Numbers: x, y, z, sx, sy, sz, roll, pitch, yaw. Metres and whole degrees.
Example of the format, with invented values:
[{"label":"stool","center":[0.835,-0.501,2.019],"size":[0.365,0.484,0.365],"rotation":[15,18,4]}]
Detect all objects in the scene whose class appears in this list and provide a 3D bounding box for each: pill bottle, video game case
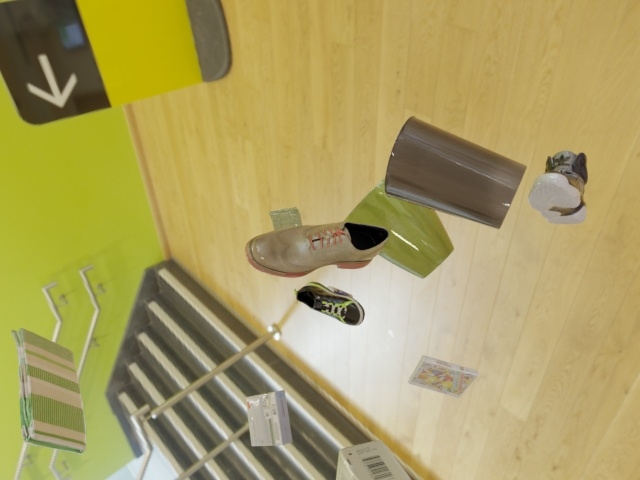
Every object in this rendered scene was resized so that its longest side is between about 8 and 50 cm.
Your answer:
[{"label":"pill bottle","center":[0.045,0.191,1.696],"size":[0.120,0.067,0.067],"rotation":[24,154,-21]},{"label":"video game case","center":[0.452,0.511,1.900],"size":[0.206,0.026,0.227],"rotation":[15,143,5]}]

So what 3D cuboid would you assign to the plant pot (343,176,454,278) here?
[{"label":"plant pot","center":[0.259,-0.033,1.568],"size":[0.293,0.274,0.275],"rotation":[45,146,6]}]

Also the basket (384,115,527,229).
[{"label":"basket","center":[0.257,-0.121,0.970],"size":[0.226,0.154,0.204],"rotation":[23,170,18]}]

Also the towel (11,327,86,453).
[{"label":"towel","center":[-0.738,0.413,1.393],"size":[0.325,0.038,0.248],"rotation":[61,177,31]}]

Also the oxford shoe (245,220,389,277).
[{"label":"oxford shoe","center":[0.000,0.000,1.160],"size":[0.130,0.348,0.123],"rotation":[-45,58,50]}]

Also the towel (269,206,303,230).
[{"label":"towel","center":[-0.113,-0.049,1.780],"size":[0.109,0.027,0.148],"rotation":[-6,124,9]}]

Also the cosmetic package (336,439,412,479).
[{"label":"cosmetic package","center":[0.106,0.622,1.116],"size":[0.160,0.113,0.310],"rotation":[-139,49,-60]}]

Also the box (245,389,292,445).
[{"label":"box","center":[-0.154,0.522,1.491],"size":[0.186,0.038,0.145],"rotation":[-30,65,48]}]

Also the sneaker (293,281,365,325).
[{"label":"sneaker","center":[0.019,0.197,1.507],"size":[0.234,0.097,0.084],"rotation":[21,112,33]}]

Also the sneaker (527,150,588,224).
[{"label":"sneaker","center":[0.528,-0.136,1.128],"size":[0.101,0.268,0.153],"rotation":[0,76,34]}]
